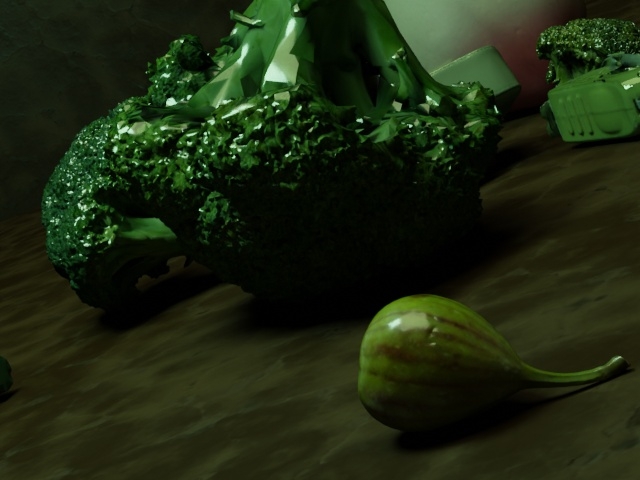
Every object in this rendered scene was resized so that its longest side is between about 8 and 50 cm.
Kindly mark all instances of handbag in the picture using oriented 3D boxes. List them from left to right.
[{"bbox_3d":[0.118,-0.126,1.828,0.256,0.079,0.219,-27,-15,-9],"label":"handbag"}]

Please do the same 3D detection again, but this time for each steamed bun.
[{"bbox_3d":[0.243,-0.291,2.123,0.309,0.309,0.309,-20,10,4],"label":"steamed bun"}]

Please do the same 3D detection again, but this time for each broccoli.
[{"bbox_3d":[-0.188,-0.025,1.727,0.269,0.254,0.269,2,38,-2],"label":"broccoli"},{"bbox_3d":[-0.012,-0.090,1.449,0.310,0.321,0.413,-50,13,3],"label":"broccoli"},{"bbox_3d":[0.334,-0.207,1.842,0.138,0.146,0.162,-53,32,-5],"label":"broccoli"}]

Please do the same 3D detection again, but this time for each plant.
[{"bbox_3d":[-0.367,0.150,1.557,0.102,0.051,0.051,-22,9,20],"label":"plant"}]

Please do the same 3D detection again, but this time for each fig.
[{"bbox_3d":[0.100,0.069,0.961,0.166,0.093,0.093,-14,12,26],"label":"fig"}]

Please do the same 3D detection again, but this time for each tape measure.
[{"bbox_3d":[0.356,-0.167,1.681,0.154,0.087,0.177,-25,13,-27],"label":"tape measure"}]

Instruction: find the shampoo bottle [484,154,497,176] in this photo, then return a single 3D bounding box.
[{"bbox_3d":[0.097,-0.061,1.684,0.236,0.068,0.067,-27,10,-36],"label":"shampoo bottle"}]
